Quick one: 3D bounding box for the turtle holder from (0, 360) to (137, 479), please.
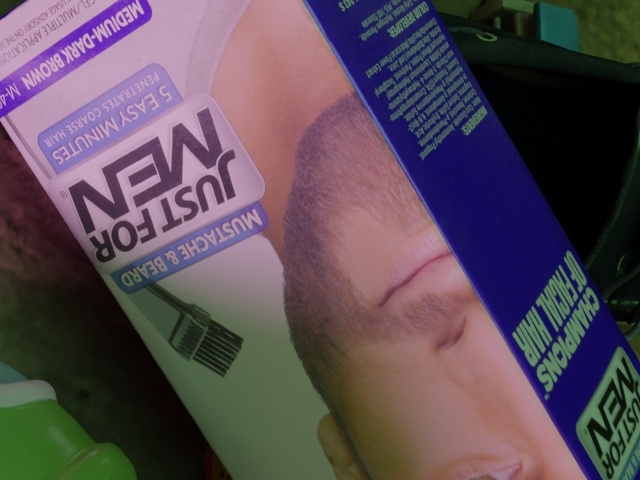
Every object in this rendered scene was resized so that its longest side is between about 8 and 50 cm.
[{"bbox_3d":[-0.212,0.147,0.532,0.227,0.243,0.320,40,21,3],"label":"turtle holder"}]

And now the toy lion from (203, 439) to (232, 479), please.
[{"bbox_3d":[-0.038,0.143,0.756,0.034,0.100,0.096,0,98,-31],"label":"toy lion"}]

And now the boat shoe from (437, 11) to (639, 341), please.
[{"bbox_3d":[0.162,-0.032,0.851,0.500,0.156,0.187,14,105,-26],"label":"boat shoe"}]

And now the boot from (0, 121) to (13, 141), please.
[{"bbox_3d":[-0.227,-0.194,0.673,0.283,0.109,0.220,31,85,-10],"label":"boot"}]

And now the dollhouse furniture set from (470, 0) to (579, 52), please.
[{"bbox_3d":[0.194,-0.176,0.950,0.128,0.129,0.184,8,74,-31],"label":"dollhouse furniture set"}]

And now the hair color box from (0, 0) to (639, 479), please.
[{"bbox_3d":[0.000,0.000,0.656,0.339,0.185,0.110,57,36,-10],"label":"hair color box"}]
